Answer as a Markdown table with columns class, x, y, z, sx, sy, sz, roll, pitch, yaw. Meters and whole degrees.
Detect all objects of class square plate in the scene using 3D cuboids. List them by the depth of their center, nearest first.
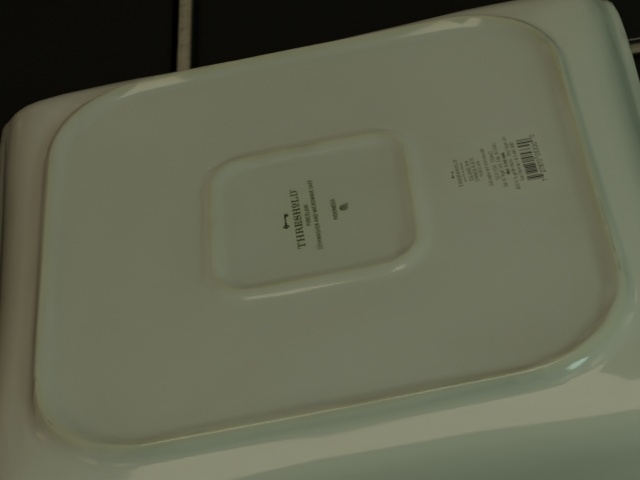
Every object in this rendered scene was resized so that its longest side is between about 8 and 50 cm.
| class | x | y | z | sx | sy | sz | roll | pitch | yaw |
| --- | --- | --- | --- | --- | --- | --- | --- | --- | --- |
| square plate | 0.000 | 0.000 | 0.874 | 0.344 | 0.049 | 0.347 | -12 | 41 | 5 |
